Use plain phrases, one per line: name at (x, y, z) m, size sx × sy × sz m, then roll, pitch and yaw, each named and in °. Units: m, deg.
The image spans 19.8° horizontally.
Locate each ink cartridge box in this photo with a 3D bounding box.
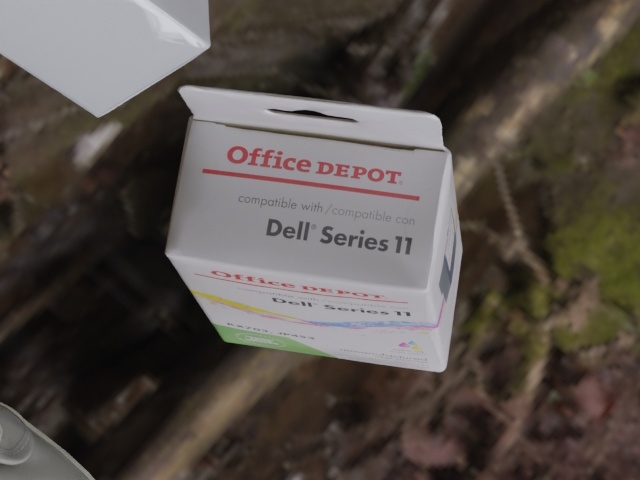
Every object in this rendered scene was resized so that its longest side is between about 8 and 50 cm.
ink cartridge box at (0.000, 0.000, 1.443) m, size 0.353 × 0.207 × 0.119 m, roll 68°, pitch 30°, yaw -72°

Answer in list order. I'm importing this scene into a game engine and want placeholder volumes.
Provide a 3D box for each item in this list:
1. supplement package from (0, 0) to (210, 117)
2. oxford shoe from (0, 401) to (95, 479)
supplement package at (-0.165, -0.177, 1.140) m, size 0.105 × 0.105 × 0.179 m, roll -29°, pitch 137°, yaw 28°
oxford shoe at (-0.260, 0.122, 1.036) m, size 0.169 × 0.449 × 0.130 m, roll -53°, pitch -160°, yaw -22°
